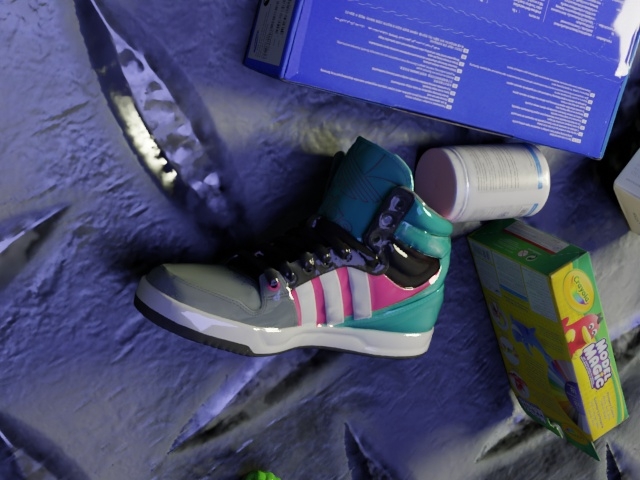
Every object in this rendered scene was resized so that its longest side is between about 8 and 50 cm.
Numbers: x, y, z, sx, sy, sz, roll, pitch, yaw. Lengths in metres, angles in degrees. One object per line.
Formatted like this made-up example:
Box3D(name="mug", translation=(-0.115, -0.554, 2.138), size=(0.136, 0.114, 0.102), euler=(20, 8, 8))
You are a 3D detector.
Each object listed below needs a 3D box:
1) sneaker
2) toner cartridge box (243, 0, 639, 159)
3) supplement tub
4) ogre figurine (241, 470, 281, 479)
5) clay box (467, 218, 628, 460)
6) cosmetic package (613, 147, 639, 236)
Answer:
Box3D(name="sneaker", translation=(0.000, 0.000, 0.954), size=(0.295, 0.124, 0.179), euler=(6, 108, -39))
Box3D(name="toner cartridge box", translation=(0.118, -0.184, 0.992), size=(0.347, 0.075, 0.165), euler=(10, 102, -32))
Box3D(name="supplement tub", translation=(0.148, -0.053, 1.056), size=(0.107, 0.071, 0.071), euler=(-4, 108, -29))
Box3D(name="ogre figurine", translation=(-0.042, 0.317, 1.057), size=(0.118, 0.097, 0.197), euler=(-35, 124, -22))
Box3D(name="clay box", translation=(0.221, 0.094, 1.113), size=(0.053, 0.127, 0.222), euler=(-30, 119, -17))
Box3D(name="cosmetic package", translation=(0.399, -0.104, 1.156), size=(0.231, 0.085, 0.117), euler=(-52, 147, -6))
